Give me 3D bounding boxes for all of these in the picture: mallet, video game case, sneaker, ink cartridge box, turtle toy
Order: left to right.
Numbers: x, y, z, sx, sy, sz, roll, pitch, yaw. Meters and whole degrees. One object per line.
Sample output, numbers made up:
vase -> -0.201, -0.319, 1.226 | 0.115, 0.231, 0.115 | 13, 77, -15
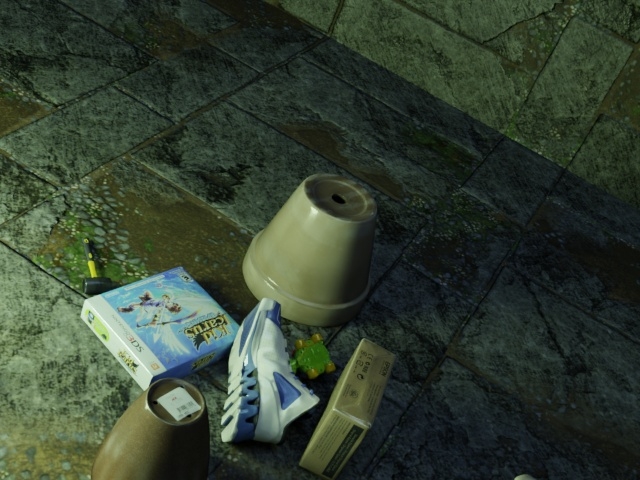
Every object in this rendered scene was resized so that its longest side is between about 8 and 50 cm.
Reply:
mallet -> -0.511, 0.056, 2.087 | 0.062, 0.039, 0.189 | 7, 35, -21
video game case -> -0.336, 0.185, 1.993 | 0.244, 0.061, 0.270 | 43, 40, 24
sneaker -> -0.095, 0.296, 1.921 | 0.182, 0.127, 0.315 | 20, 54, -19
turtle toy -> -0.034, 0.268, 2.045 | 0.130, 0.066, 0.095 | -13, 73, -36
ink cartridge box -> 0.058, 0.347, 1.889 | 0.088, 0.193, 0.234 | 27, 37, 1

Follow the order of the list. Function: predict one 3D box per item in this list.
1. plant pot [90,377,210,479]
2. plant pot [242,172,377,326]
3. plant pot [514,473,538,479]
plant pot -> -0.284, 0.362, 1.652 | 0.216, 0.230, 0.215 | 15, 37, -12
plant pot -> 0.000, 0.000, 2.227 | 0.323, 0.280, 0.323 | 14, 37, -11
plant pot -> 0.440, 0.611, 1.695 | 0.305, 0.333, 0.334 | 34, 36, 33
